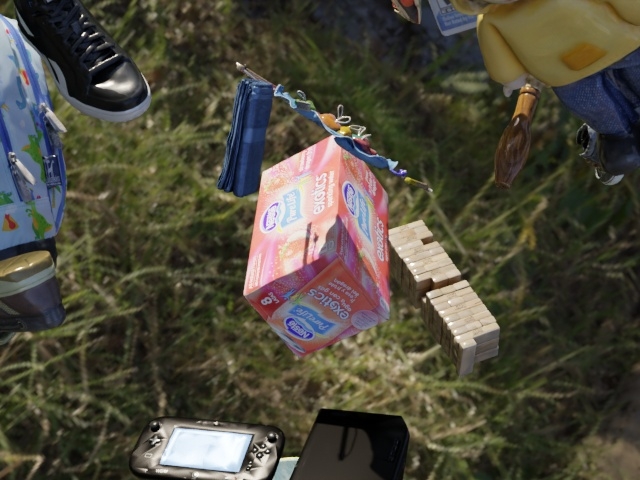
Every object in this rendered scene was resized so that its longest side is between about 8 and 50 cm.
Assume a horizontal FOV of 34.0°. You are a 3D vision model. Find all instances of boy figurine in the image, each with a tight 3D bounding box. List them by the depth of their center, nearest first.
[{"bbox_3d":[0.199,-0.163,0.811,0.285,0.177,0.092,35,55,-39],"label":"boy figurine"}]

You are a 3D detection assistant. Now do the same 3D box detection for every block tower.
[{"bbox_3d":[0.236,0.107,2.055,0.097,0.091,0.335,-18,48,-13],"label":"block tower"}]

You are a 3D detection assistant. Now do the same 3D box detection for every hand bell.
[{"bbox_3d":[0.258,-0.172,1.298,0.126,0.126,0.242,29,71,-27],"label":"hand bell"}]

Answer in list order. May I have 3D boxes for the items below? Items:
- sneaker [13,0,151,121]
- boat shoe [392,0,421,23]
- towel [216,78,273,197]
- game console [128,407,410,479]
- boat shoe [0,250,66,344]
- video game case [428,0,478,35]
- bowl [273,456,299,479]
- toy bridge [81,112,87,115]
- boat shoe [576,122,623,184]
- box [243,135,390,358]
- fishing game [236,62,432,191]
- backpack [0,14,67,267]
[{"bbox_3d":[-0.267,-0.222,1.102,0.079,0.121,0.217,-38,64,-20],"label":"sneaker"},{"bbox_3d":[0.128,-0.354,1.556,0.137,0.043,0.049,13,74,-81],"label":"boat shoe"},{"bbox_3d":[-0.076,-0.106,1.083,0.029,0.119,0.067,12,10,14],"label":"towel"},{"bbox_3d":[-0.074,0.288,1.331,0.213,0.361,0.044,-62,150,-56],"label":"game console"},{"bbox_3d":[-0.307,0.063,0.959,0.080,0.223,0.073,-27,99,-44],"label":"boat shoe"},{"bbox_3d":[0.240,-0.400,1.144,0.036,0.329,0.300,-77,147,-49],"label":"video game case"},{"bbox_3d":[-0.052,0.487,1.565,0.156,0.289,0.289,55,34,-31],"label":"bowl"},{"bbox_3d":[-0.300,-0.222,1.502,0.188,0.026,0.063,-59,153,-73],"label":"toy bridge"},{"bbox_3d":[0.443,-0.143,1.665,0.083,0.183,0.065,-6,65,-1],"label":"boat shoe"},{"bbox_3d":[0.000,0.000,1.502,0.142,0.154,0.300,51,25,-29],"label":"box"},{"bbox_3d":[0.021,-0.145,1.295,0.264,0.041,0.189,36,8,17],"label":"fishing game"},{"bbox_3d":[-0.445,-0.115,1.243,0.273,0.290,0.355,-38,113,-46],"label":"backpack"}]
